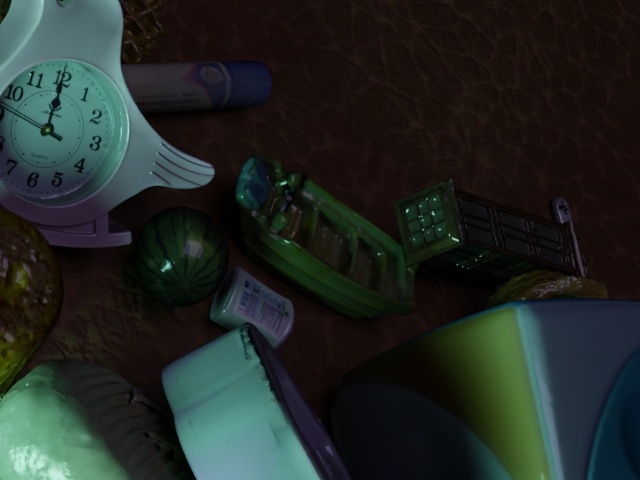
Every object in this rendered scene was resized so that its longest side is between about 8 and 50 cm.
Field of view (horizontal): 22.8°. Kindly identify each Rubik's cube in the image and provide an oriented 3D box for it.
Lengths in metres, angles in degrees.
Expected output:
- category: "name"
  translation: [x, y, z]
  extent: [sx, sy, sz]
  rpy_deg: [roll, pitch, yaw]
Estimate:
- category: "Rubik's cube"
  translation: [0.252, 0.272, 1.779]
  extent: [0.351, 0.352, 0.347]
  rpy_deg: [7, 66, -40]

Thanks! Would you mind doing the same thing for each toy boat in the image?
- category: "toy boat"
  translation: [-0.005, 0.002, 1.886]
  extent: [0.276, 0.084, 0.111]
  rpy_deg: [33, 49, -28]

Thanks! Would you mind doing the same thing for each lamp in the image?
- category: "lamp"
  translation: [0.223, 0.003, 2.019]
  extent: [0.325, 0.089, 0.090]
  rpy_deg: [13, 60, -51]

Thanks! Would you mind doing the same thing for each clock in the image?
- category: "clock"
  translation: [-0.029, 0.250, 1.583]
  extent: [0.339, 0.102, 0.338]
  rpy_deg: [60, 2, -3]
- category: "clock"
  translation: [-0.238, -0.127, 1.657]
  extent: [0.290, 0.080, 0.275]
  rpy_deg: [18, 94, -36]

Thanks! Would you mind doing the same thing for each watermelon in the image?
- category: "watermelon"
  translation: [-0.152, 0.010, 1.744]
  extent: [0.105, 0.105, 0.133]
  rpy_deg: [36, 28, -22]

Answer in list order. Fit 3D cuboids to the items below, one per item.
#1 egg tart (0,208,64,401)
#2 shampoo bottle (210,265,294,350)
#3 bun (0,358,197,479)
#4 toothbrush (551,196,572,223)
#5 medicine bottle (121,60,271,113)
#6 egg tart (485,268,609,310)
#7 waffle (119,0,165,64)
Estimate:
- category: "egg tart"
  translation: [-0.339, 0.063, 1.526]
  extent: [0.202, 0.147, 0.203]
  rpy_deg: [18, 60, -35]
- category: "shampoo bottle"
  translation: [-0.073, 0.082, 1.812]
  extent: [0.099, 0.043, 0.072]
  rpy_deg: [33, 52, -25]
- category: "bun"
  translation: [-0.204, 0.239, 1.508]
  extent: [0.273, 0.168, 0.273]
  rpy_deg: [43, 6, -6]
- category: "toothbrush"
  translation: [0.379, 0.116, 2.179]
  extent: [0.040, 0.040, 0.386]
  rpy_deg: [2, 68, -39]
- category: "medicine bottle"
  translation: [-0.161, -0.179, 1.853]
  extent: [0.230, 0.059, 0.059]
  rpy_deg: [-8, 75, -41]
- category: "egg tart"
  translation: [0.273, 0.096, 2.020]
  extent: [0.191, 0.191, 0.074]
  rpy_deg: [6, 43, -38]
- category: "waffle"
  translation: [-0.265, -0.269, 1.816]
  extent: [0.194, 0.051, 0.149]
  rpy_deg: [4, 67, -34]
